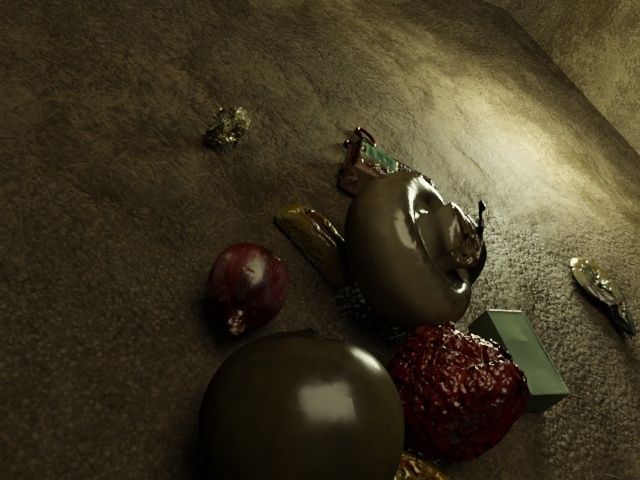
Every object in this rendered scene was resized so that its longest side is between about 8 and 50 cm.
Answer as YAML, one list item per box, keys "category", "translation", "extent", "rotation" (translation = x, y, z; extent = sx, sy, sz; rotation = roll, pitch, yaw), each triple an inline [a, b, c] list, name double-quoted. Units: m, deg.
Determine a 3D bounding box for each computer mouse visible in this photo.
- category: "computer mouse"
  translation: [0.349, 0.032, 1.511]
  extent: [0.057, 0.232, 0.120]
  rotation: [-15, 58, -14]

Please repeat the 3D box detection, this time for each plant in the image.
- category: "plant"
  translation: [-0.237, -0.286, 1.501]
  extent: [0.117, 0.104, 0.122]
  rotation: [-18, 55, -34]

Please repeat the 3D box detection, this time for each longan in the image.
- category: "longan"
  translation: [-0.029, 0.270, 0.915]
  extent: [0.319, 0.319, 0.318]
  rotation: [21, 40, -19]

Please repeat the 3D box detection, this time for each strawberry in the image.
- category: "strawberry"
  translation: [0.258, 0.274, 1.158]
  extent: [0.274, 0.220, 0.274]
  rotation: [12, 63, -25]

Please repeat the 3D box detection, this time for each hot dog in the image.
- category: "hot dog"
  translation: [0.000, 0.000, 1.402]
  extent: [0.242, 0.073, 0.084]
  rotation: [49, 35, 15]

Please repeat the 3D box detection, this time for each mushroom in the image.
- category: "mushroom"
  translation: [0.221, 0.014, 1.337]
  extent: [0.362, 0.295, 0.362]
  rotation: [42, 36, -42]

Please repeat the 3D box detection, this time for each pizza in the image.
- category: "pizza"
  translation: [0.158, 0.444, 1.085]
  extent: [0.185, 0.036, 0.176]
  rotation: [40, 38, 6]

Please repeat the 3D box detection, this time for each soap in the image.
- category: "soap"
  translation: [0.187, -0.154, 1.682]
  extent: [0.273, 0.098, 0.217]
  rotation: [28, 39, -10]

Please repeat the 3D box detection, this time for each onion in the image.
- category: "onion"
  translation: [-0.139, 0.099, 1.127]
  extent: [0.160, 0.159, 0.194]
  rotation: [28, 41, -10]

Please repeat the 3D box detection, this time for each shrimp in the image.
- category: "shrimp"
  translation: [0.851, 0.162, 1.888]
  extent: [0.164, 0.062, 0.316]
  rotation: [11, 40, -23]

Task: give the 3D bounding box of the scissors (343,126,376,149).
- category: "scissors"
  translation: [0.187, -0.238, 1.837]
  extent: [0.248, 0.017, 0.144]
  rotation: [37, 38, -1]

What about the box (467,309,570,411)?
- category: "box"
  translation: [0.452, 0.276, 1.442]
  extent: [0.130, 0.086, 0.225]
  rotation: [7, 46, -31]
